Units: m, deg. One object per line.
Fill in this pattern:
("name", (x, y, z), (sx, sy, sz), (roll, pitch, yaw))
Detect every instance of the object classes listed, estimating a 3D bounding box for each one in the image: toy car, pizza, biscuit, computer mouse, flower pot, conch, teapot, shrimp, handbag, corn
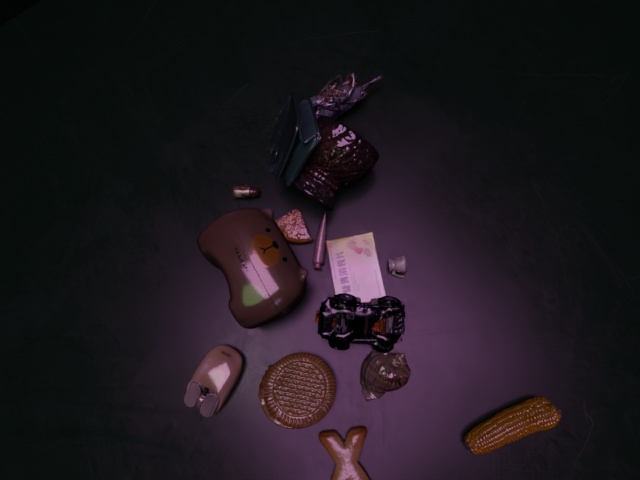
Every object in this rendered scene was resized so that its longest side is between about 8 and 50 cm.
("toy car", (0.134, 0.264, 1.442), (0.302, 0.118, 0.193), (5, 109, -5))
("pizza", (-0.103, -0.055, 1.613), (0.178, 0.041, 0.130), (7, 80, 6))
("biscuit", (0.087, 0.727, 1.408), (0.165, 0.047, 0.207), (-9, 76, 1))
("computer mouse", (-0.365, 0.476, 1.482), (0.145, 0.082, 0.236), (29, 79, 9))
("biscuit", (-0.078, 0.497, 1.436), (0.260, 0.079, 0.259), (-1, 61, 1))
("flower pot", (0.032, -0.266, 1.554), (0.267, 0.266, 0.267), (34, 91, 11))
("conch", (0.209, 0.448, 1.456), (0.207, 0.130, 0.155), (-53, 43, 13))
("teapot", (0.277, 0.095, 1.546), (0.064, 0.064, 0.083), (-6, 107, 10))
("shrimp", (0.075, -0.555, 1.654), (0.372, 0.172, 0.137), (-37, 109, 10))
("handbag", (-0.106, -0.366, 1.532), (0.090, 0.238, 0.326), (17, 34, -24))
("corn", (0.605, 0.592, 1.379), (0.313, 0.102, 0.101), (-21, 76, 0))

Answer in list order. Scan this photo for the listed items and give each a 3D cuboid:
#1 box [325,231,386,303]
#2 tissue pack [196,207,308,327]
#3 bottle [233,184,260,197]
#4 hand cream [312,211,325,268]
("box", (0.126, 0.112, 1.546), (0.175, 0.062, 0.260), (-11, 77, 2))
("tissue pack", (-0.214, 0.084, 1.470), (0.277, 0.267, 0.386), (-28, 75, -4))
("bottle", (-0.282, -0.188, 1.655), (0.101, 0.047, 0.063), (0, 66, 3))
("hand cream", (0.000, 0.000, 1.584), (0.043, 0.067, 0.209), (8, 80, -9))
